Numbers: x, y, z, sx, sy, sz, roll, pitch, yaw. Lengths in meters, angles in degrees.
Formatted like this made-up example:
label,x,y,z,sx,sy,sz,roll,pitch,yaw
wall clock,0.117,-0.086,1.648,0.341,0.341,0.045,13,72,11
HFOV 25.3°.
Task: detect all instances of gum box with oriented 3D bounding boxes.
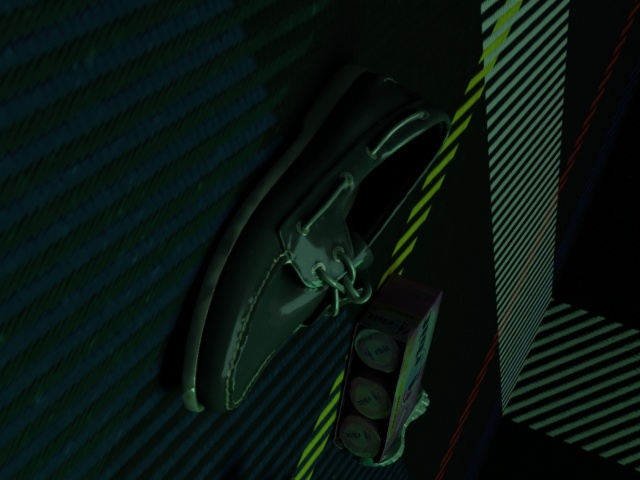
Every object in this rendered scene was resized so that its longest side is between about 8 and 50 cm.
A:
label,x,y,z,sx,sy,sz,roll,pitch,yaw
gum box,0.072,0.145,1.577,0.107,0.062,0.188,-50,156,-50

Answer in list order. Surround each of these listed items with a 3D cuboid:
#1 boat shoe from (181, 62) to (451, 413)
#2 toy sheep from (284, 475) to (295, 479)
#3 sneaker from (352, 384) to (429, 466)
label,x,y,z,sx,sy,sz,roll,pitch,yaw
boat shoe,0.000,0.000,1.060,0.116,0.099,0.319,89,26,-55
toy sheep,-0.038,0.257,1.245,0.091,0.132,0.091,37,44,-46
sneaker,0.079,0.204,1.717,0.166,0.065,0.076,-56,144,-51
